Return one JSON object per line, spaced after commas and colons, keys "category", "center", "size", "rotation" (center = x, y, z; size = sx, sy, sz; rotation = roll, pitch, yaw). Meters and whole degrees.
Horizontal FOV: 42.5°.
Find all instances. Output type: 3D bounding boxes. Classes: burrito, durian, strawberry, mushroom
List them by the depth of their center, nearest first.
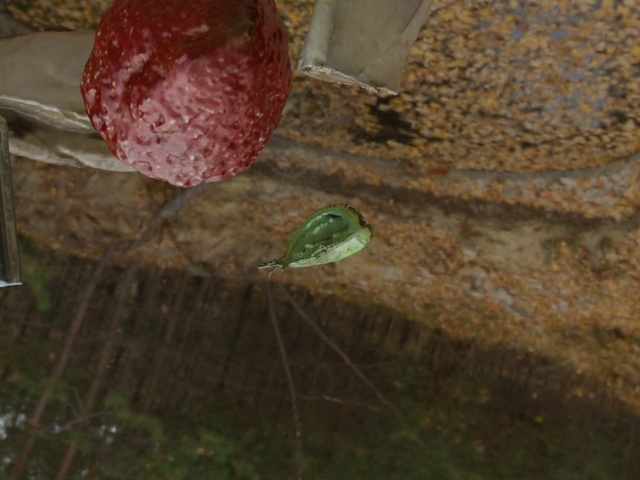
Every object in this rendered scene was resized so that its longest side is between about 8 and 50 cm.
{"category": "burrito", "center": [0.068, -0.308, 0.894], "size": [0.143, 0.299, 0.105], "rotation": [19, 179, -30]}
{"category": "strawberry", "center": [-0.143, -0.197, 0.963], "size": [0.257, 0.257, 0.277], "rotation": [18, 163, -17]}
{"category": "durian", "center": [0.000, 0.000, 1.253], "size": [0.215, 0.086, 0.100], "rotation": [-26, -176, 39]}
{"category": "mushroom", "center": [-0.553, -0.280, 1.714], "size": [0.397, 0.225, 0.314], "rotation": [0, 167, -6]}

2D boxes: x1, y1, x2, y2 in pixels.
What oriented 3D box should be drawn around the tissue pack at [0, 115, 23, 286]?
{"category": "tissue pack", "center": [-0.543, -0.051, 1.192], "size": [0.185, 0.257, 0.081], "rotation": [-7, 178, 0]}
